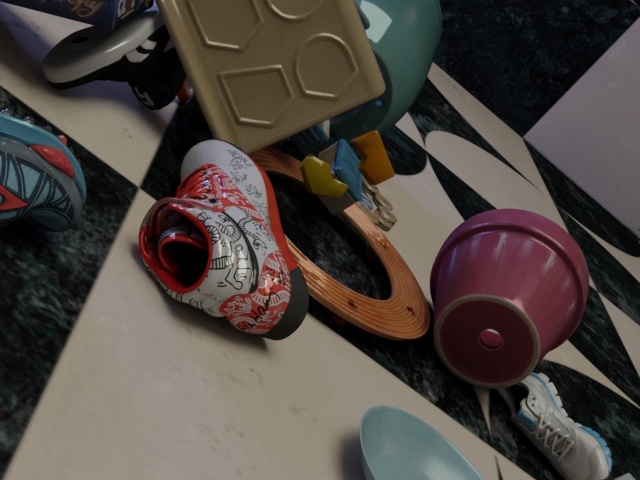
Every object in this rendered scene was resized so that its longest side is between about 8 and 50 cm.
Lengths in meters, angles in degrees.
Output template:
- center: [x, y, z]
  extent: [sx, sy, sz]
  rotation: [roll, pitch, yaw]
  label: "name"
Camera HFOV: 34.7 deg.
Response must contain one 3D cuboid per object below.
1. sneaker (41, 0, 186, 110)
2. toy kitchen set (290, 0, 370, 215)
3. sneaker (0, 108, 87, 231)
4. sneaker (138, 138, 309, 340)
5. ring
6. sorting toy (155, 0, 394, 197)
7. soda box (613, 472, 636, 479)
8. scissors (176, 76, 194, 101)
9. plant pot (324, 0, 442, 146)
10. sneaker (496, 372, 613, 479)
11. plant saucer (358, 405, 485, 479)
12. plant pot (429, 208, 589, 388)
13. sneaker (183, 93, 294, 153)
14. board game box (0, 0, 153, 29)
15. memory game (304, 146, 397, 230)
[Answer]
- center: [-0.215, -0.189, 1.154]
  extent: [0.079, 0.121, 0.217]
  rotation: [14, 40, 29]
  label: "sneaker"
- center: [0.029, -0.172, 1.285]
  extent: [0.207, 0.166, 0.122]
  rotation: [53, 18, -18]
  label: "toy kitchen set"
- center: [-0.275, -0.041, 0.742]
  extent: [0.262, 0.104, 0.125]
  rotation: [36, 54, -57]
  label: "sneaker"
- center: [-0.113, -0.028, 0.992]
  extent: [0.145, 0.090, 0.270]
  rotation: [26, 28, -45]
  label: "sneaker"
- center: [0.000, 0.000, 1.242]
  extent: [0.336, 0.032, 0.336]
  rotation: [38, 21, -17]
  label: "ring"
- center: [-0.037, -0.186, 1.200]
  extent: [0.041, 0.229, 0.307]
  rotation: [12, -53, 68]
  label: "sorting toy"
- center: [0.385, 0.370, 1.144]
  extent: [0.216, 0.074, 0.069]
  rotation: [51, 21, 23]
  label: "soda box"
- center: [-0.167, -0.327, 1.323]
  extent: [0.021, 0.297, 0.109]
  rotation: [2, 4, 12]
  label: "scissors"
- center: [0.029, -0.276, 1.517]
  extent: [0.293, 0.293, 0.235]
  rotation: [37, 32, -16]
  label: "plant pot"
- center: [0.276, 0.232, 1.252]
  extent: [0.083, 0.071, 0.191]
  rotation: [17, 23, -39]
  label: "sneaker"
- center: [0.098, 0.236, 0.928]
  extent: [0.195, 0.037, 0.195]
  rotation: [37, 21, -17]
  label: "plant saucer"
- center: [0.223, 0.083, 1.277]
  extent: [0.201, 0.201, 0.180]
  rotation: [42, 32, -1]
  label: "plant pot"
- center: [-0.087, -0.166, 1.341]
  extent: [0.132, 0.086, 0.229]
  rotation: [45, 18, -1]
  label: "sneaker"
- center: [-0.307, -0.281, 1.064]
  extent: [0.243, 0.042, 0.165]
  rotation: [14, 22, -1]
  label: "board game box"
- center: [0.044, -0.084, 1.525]
  extent: [0.186, 0.012, 0.186]
  rotation: [37, 20, -16]
  label: "memory game"
